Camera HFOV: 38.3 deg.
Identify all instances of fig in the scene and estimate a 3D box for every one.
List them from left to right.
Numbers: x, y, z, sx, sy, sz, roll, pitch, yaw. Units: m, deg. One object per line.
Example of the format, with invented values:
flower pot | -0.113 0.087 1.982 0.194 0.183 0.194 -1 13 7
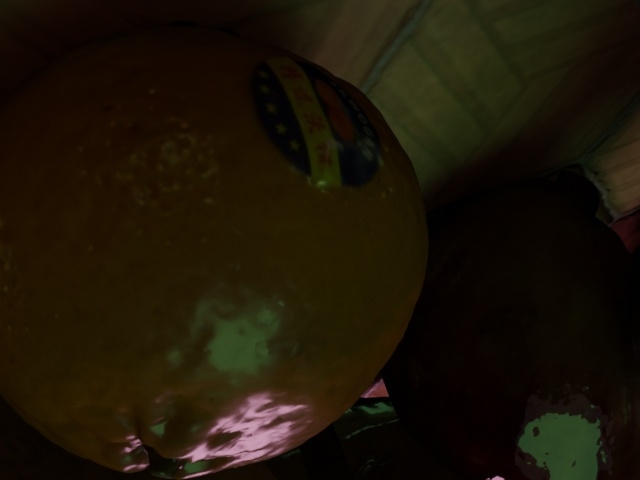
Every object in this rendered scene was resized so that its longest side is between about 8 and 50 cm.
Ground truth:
fig | 0.149 0.083 0.691 0.224 0.224 0.263 -27 120 0

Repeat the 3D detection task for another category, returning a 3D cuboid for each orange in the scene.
orange | -0.058 0.008 0.429 0.219 0.193 0.219 -16 166 -4

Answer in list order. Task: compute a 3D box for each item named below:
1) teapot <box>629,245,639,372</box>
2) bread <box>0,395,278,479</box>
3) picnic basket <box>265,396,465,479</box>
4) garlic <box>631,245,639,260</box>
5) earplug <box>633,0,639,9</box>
teapot | 0.345 0.020 0.452 0.300 0.253 0.344 2 164 -2
bread | -0.173 0.194 0.546 0.315 0.270 0.211 -9 132 -43
picnic basket | 0.029 0.270 0.769 0.337 0.293 0.337 -18 168 -4
garlic | 0.431 0.055 0.886 0.322 0.241 0.322 -3 156 -1
earplug | 0.308 -0.186 0.452 0.301 0.172 0.172 -16 150 -30
